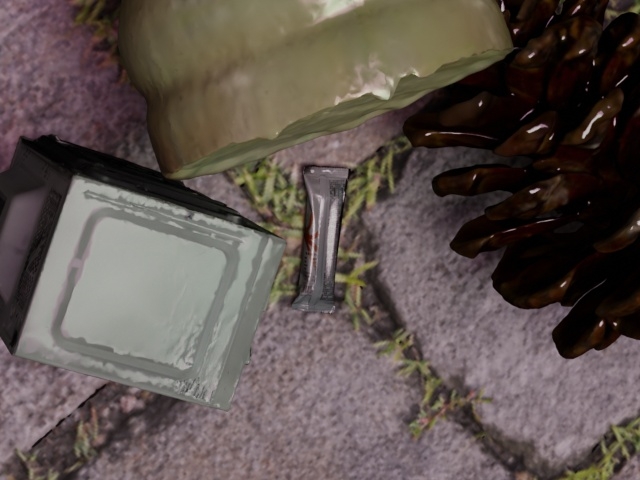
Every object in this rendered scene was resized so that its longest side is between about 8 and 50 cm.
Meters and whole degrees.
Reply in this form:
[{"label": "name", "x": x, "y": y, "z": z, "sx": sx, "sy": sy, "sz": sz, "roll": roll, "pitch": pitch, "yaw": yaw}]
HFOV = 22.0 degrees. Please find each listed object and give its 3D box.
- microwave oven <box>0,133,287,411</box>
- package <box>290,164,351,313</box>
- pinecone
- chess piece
[{"label": "microwave oven", "x": -0.132, "y": 0.012, "z": 1.061, "sx": 0.162, "sy": 0.208, "sz": 0.122, "roll": 18, "pitch": 93, "yaw": -21}, {"label": "package", "x": 0.000, "y": 0.000, "z": 1.209, "sx": 0.037, "sy": 0.015, "sz": 0.110, "roll": 3, "pitch": 97, "yaw": -19}, {"label": "pinecone", "x": 0.187, "y": -0.054, "z": 1.153, "sx": 0.309, "sy": 0.244, "sz": 0.244, "roll": 40, "pitch": 85, "yaw": -11}, {"label": "chess piece", "x": -0.059, "y": -0.277, "z": 1.000, "sx": 0.234, "sy": 0.234, "sz": 0.442, "roll": -19, "pitch": 90, "yaw": -16}]
